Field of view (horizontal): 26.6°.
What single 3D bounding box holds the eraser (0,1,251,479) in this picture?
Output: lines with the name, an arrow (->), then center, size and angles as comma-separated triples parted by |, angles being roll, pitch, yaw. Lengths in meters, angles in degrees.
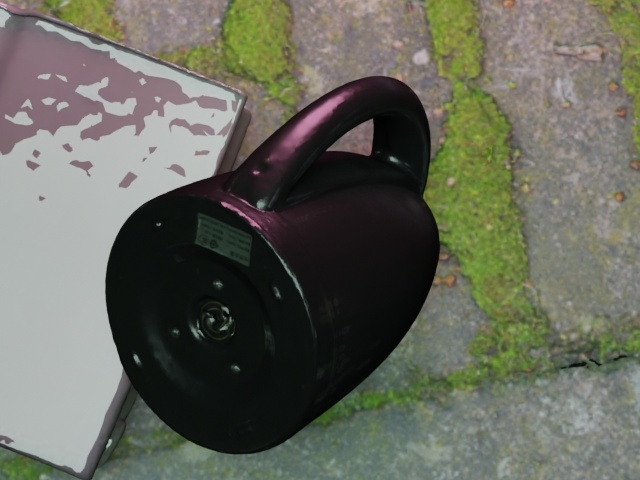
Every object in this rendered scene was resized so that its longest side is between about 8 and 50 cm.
eraser -> -0.247, -0.004, 1.186 | 0.272, 0.122, 0.359 | 20, 83, 0

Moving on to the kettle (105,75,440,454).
kettle -> 0.000, 0.000, 1.102 | 0.207, 0.290, 0.268 | 28, 122, 27
